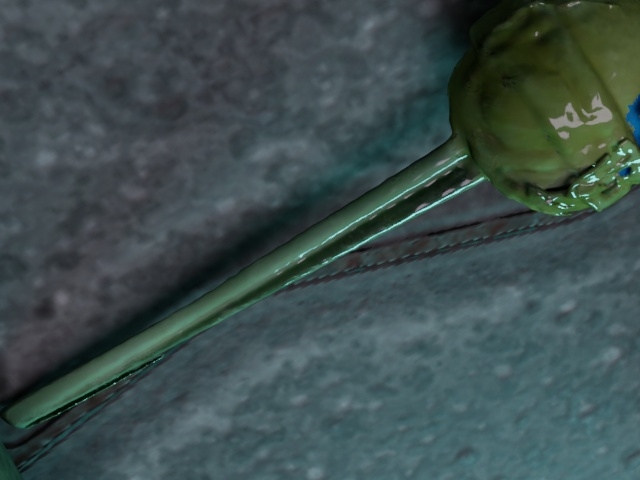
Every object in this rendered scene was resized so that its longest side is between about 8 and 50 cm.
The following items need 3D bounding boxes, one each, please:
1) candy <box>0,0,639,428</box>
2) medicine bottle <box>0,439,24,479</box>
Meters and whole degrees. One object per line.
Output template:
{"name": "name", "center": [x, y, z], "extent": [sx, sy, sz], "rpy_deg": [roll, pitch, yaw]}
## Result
{"name": "candy", "center": [0.000, 0.000, 0.595], "extent": [0.335, 0.092, 0.093], "rpy_deg": [-30, 164, 12]}
{"name": "medicine bottle", "center": [-0.201, 0.181, 0.539], "extent": [0.236, 0.236, 0.406], "rpy_deg": [-21, 127, -4]}
